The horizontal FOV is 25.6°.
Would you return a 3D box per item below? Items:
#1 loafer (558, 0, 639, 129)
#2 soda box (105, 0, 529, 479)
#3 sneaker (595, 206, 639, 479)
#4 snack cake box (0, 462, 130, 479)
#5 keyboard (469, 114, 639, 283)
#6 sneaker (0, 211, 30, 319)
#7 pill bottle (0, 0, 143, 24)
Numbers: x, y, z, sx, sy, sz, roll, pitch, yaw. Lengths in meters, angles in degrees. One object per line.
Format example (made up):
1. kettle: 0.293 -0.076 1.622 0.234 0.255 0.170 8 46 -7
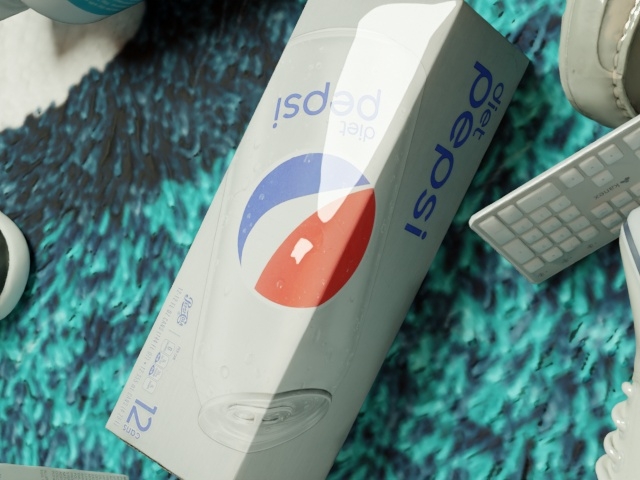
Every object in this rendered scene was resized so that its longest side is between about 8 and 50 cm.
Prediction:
1. loafer: 0.227 -0.188 0.669 0.111 0.112 0.319 34 95 40
2. soda box: 0.000 0.000 0.762 0.091 0.098 0.286 27 91 32
3. sneaker: 0.164 0.108 0.640 0.091 0.094 0.258 -18 70 21
4. snack cake box: -0.149 0.257 0.751 0.089 0.152 0.264 -29 65 23
5. keyboard: 0.194 -0.057 0.678 0.256 0.072 0.014 -32 53 20
6. sneaker: -0.340 -0.032 0.938 0.296 0.147 0.104 23 91 34
7. pill bottle: -0.115 -0.223 0.855 0.264 0.146 0.146 -20 68 25
